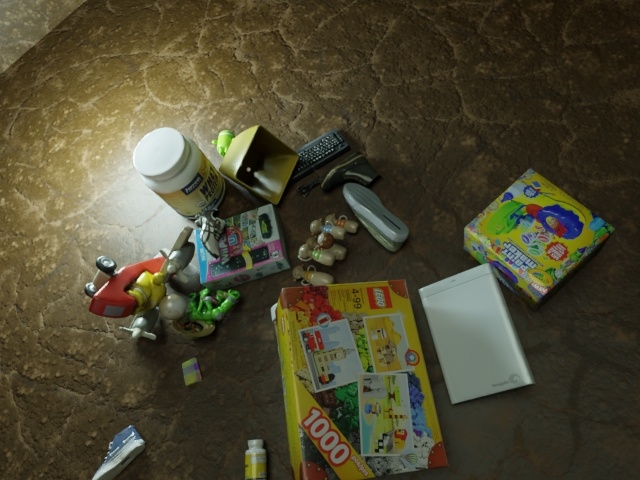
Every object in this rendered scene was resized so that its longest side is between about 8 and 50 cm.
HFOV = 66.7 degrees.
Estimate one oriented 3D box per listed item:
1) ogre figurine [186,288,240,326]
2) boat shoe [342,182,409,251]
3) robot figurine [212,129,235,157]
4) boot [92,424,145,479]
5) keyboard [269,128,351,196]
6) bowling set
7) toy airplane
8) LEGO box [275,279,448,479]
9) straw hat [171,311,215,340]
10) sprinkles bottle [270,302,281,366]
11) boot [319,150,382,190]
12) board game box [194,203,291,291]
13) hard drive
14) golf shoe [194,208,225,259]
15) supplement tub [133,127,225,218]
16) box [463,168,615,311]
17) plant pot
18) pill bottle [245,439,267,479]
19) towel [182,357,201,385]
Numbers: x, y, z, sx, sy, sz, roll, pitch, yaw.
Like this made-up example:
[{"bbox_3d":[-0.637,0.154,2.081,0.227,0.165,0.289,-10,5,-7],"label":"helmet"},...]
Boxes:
[{"bbox_3d":[-0.380,0.223,1.656,0.197,0.097,0.118,10,45,8],"label":"ogre figurine"},{"bbox_3d":[0.171,-0.080,1.647,0.109,0.094,0.302,-17,52,-35],"label":"boat shoe"},{"bbox_3d":[-0.378,-0.391,1.949,0.101,0.067,0.115,-4,65,15],"label":"robot figurine"},{"bbox_3d":[-0.655,0.686,1.556,0.190,0.069,0.086,-39,56,-13],"label":"boot"},{"bbox_3d":[-0.032,-0.284,1.831,0.317,0.033,0.201,-31,63,1],"label":"keyboard"},{"bbox_3d":[0.000,0.000,1.610,0.154,0.200,0.287,18,68,23],"label":"bowling set"},{"bbox_3d":[-0.534,0.152,1.612,0.272,0.386,0.384,42,72,14],"label":"toy airplane"},{"bbox_3d":[0.090,0.384,1.343,0.372,0.193,0.500,-3,64,-13],"label":"LEGO box"},{"bbox_3d":[-0.436,0.306,1.658,0.144,0.144,0.061,29,118,24],"label":"straw hat"},{"bbox_3d":[-0.068,0.363,1.503,0.121,0.121,0.355,-17,64,7],"label":"sprinkles bottle"},{"bbox_3d":[0.109,-0.217,1.743,0.198,0.077,0.137,-40,68,-3],"label":"boot"},{"bbox_3d":[-0.278,0.028,1.723,0.303,0.097,0.224,-19,63,8],"label":"board game box"},{"bbox_3d":[0.440,0.269,1.412,0.233,0.047,0.353,-26,61,27],"label":"hard drive"},{"bbox_3d":[-0.368,-0.030,1.678,0.094,0.077,0.198,-25,63,3],"label":"golf shoe"},{"bbox_3d":[-0.509,-0.240,1.778,0.228,0.316,0.228,-6,66,13],"label":"supplement tub"},{"bbox_3d":[0.632,-0.001,1.447,0.279,0.177,0.290,-42,63,-4],"label":"box"},{"bbox_3d":[-0.245,-0.277,1.778,0.187,0.212,0.212,13,76,45],"label":"plant pot"},{"bbox_3d":[-0.191,0.653,1.440,0.065,0.065,0.116,-9,64,11],"label":"pill bottle"},{"bbox_3d":[-0.432,0.441,1.629,0.060,0.009,0.083,-25,62,4],"label":"towel"}]
